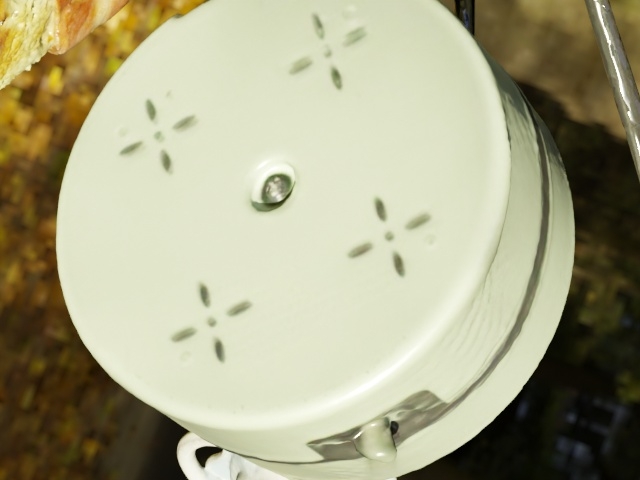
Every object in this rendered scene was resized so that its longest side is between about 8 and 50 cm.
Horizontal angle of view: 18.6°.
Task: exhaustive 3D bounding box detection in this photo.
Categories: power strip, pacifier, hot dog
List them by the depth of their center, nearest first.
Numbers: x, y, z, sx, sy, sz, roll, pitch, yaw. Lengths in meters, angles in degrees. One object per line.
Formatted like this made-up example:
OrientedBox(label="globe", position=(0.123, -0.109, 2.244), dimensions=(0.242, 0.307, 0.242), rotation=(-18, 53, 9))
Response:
OrientedBox(label="power strip", position=(0.000, 0.000, 1.336), dimensions=(0.161, 0.357, 0.357), rotation=(41, 68, -57))
OrientedBox(label="hot dog", position=(-0.184, -0.200, 1.367), dimensions=(0.261, 0.093, 0.123), rotation=(-41, 155, -27))
OrientedBox(label="pacifier", position=(-0.023, 0.207, 2.078), dimensions=(0.279, 0.227, 0.207), rotation=(108, 5, -62))

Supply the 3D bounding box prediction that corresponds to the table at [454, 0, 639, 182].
OrientedBox(label="table", position=(0.224, -0.109, 1.510), dimensions=(0.317, 0.317, 0.249), rotation=(-20, 97, -80))
